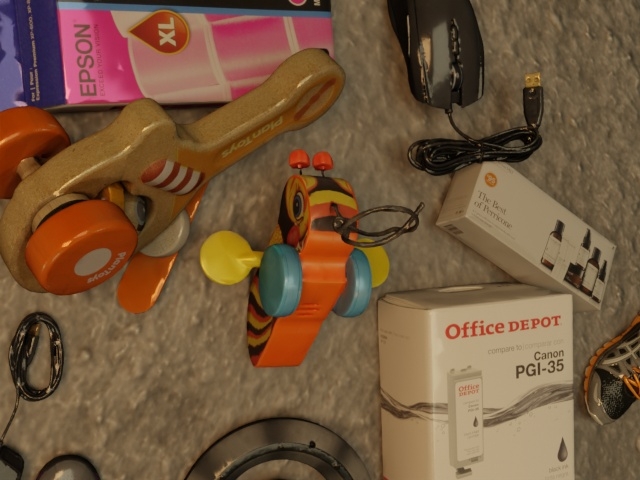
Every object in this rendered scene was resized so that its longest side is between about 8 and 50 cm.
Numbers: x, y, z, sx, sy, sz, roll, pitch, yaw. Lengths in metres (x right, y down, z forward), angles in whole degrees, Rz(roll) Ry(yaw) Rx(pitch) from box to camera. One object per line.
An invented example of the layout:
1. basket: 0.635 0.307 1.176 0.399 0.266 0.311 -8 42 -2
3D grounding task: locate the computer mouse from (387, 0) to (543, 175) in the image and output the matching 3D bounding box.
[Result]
1. computer mouse: 0.180 -0.209 0.865 0.184 0.060 0.261 -4 82 -18

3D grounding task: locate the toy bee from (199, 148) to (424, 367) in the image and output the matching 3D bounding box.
1. toy bee: 0.000 0.000 0.750 0.195 0.298 0.162 20 47 -41

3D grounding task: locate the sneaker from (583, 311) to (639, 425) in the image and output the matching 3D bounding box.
1. sneaker: 0.441 0.165 1.021 0.215 0.083 0.084 -47 111 -14

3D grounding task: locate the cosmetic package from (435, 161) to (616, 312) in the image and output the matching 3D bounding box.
1. cosmetic package: 0.262 -0.007 0.935 0.239 0.060 0.098 31 65 -22

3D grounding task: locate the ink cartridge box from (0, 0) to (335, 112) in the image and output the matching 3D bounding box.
1. ink cartridge box: -0.161 -0.219 0.735 0.371 0.069 0.175 -7 96 -25

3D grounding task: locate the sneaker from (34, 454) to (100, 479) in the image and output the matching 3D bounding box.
1. sneaker: -0.248 0.324 0.713 0.083 0.098 0.223 9 89 -24

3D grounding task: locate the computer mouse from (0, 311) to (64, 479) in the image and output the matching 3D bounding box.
1. computer mouse: -0.307 0.186 0.719 0.071 0.041 0.242 24 76 -22

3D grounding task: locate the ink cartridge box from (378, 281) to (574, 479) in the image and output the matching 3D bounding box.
1. ink cartridge box: 0.184 0.200 0.888 0.207 0.117 0.282 -4 94 -24

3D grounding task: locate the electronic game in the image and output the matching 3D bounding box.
1. electronic game: -0.048 0.309 0.829 0.229 0.048 0.229 0 92 -16

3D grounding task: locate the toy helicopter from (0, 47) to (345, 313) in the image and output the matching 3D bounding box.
1. toy helicopter: -0.123 -0.062 0.700 0.355 0.235 0.140 -34 68 -17
